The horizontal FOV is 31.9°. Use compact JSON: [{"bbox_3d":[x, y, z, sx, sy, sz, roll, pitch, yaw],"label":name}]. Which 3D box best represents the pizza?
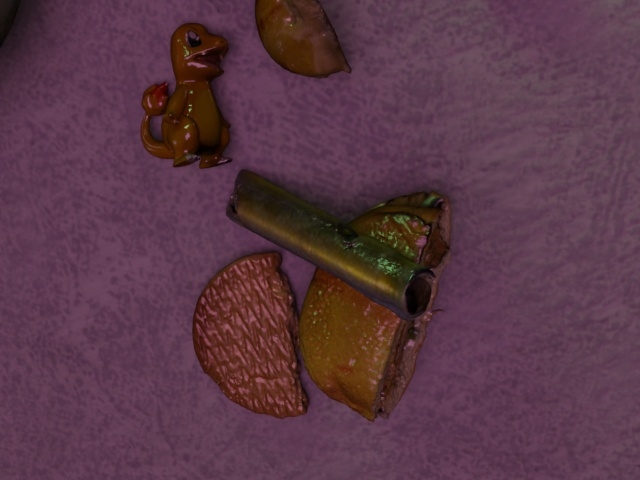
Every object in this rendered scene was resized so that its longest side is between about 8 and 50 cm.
[{"bbox_3d":[-0.038,-0.253,1.262,0.081,0.204,0.188,-31,106,2],"label":"pizza"}]

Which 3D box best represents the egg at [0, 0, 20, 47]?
[{"bbox_3d":[-0.535,-0.273,1.233,0.428,0.345,0.344,-21,102,-2],"label":"egg"}]

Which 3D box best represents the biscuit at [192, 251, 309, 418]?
[{"bbox_3d":[-0.093,0.128,1.450,0.145,0.033,0.224,-10,103,11],"label":"biscuit"}]

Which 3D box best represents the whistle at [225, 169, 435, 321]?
[{"bbox_3d":[-0.001,0.000,1.299,0.326,0.057,0.067,29,96,40],"label":"whistle"}]

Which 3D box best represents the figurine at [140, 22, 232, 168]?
[{"bbox_3d":[-0.168,-0.175,1.357,0.122,0.121,0.176,8,93,32],"label":"figurine"}]

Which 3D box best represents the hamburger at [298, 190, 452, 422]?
[{"bbox_3d":[0.064,0.065,1.360,0.157,0.144,0.282,19,94,30],"label":"hamburger"}]
